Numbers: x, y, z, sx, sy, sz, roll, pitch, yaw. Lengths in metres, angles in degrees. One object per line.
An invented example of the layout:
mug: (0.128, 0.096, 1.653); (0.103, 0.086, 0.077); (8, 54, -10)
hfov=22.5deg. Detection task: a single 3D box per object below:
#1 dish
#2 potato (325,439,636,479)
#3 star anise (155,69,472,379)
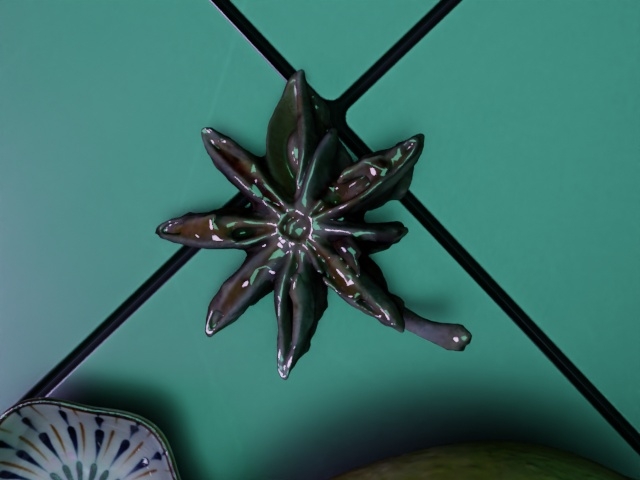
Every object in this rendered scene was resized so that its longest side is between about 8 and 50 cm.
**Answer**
dish: (-0.179, 0.198, 1.184); (0.190, 0.066, 0.191); (0, 98, 3)
potato: (0.078, 0.315, 1.093); (0.442, 0.319, 0.385); (-21, 135, -6)
star anise: (0.000, 0.001, 1.151); (0.209, 0.089, 0.231); (-30, 89, 16)
